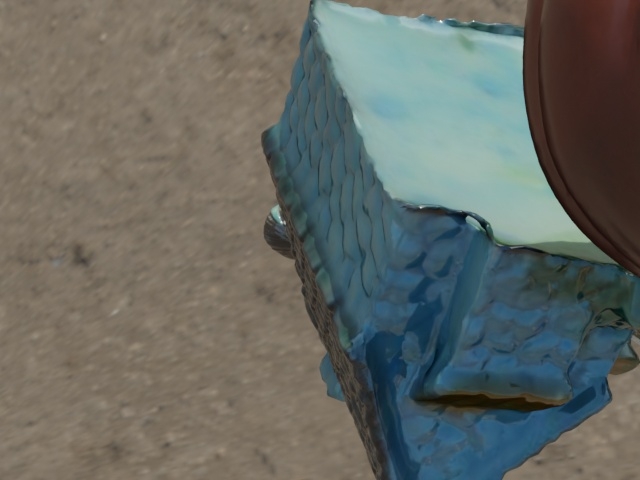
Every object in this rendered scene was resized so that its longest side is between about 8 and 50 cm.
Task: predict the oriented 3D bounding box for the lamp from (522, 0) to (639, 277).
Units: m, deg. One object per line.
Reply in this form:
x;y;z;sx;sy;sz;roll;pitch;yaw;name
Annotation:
0.230;-0.070;0.713;0.303;0.303;0.257;0;96;-20;lamp

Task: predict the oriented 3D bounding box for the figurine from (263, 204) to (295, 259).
0.000;0.000;1.508;0.060;0.106;0.047;24;86;-51;figurine

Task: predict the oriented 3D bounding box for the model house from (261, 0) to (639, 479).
0.086;0.036;0.997;0.226;0.261;0.241;10;120;-19;model house

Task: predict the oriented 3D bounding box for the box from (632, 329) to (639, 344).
0.279;0.059;1.283;0.198;0.029;0.109;37;43;25;box
